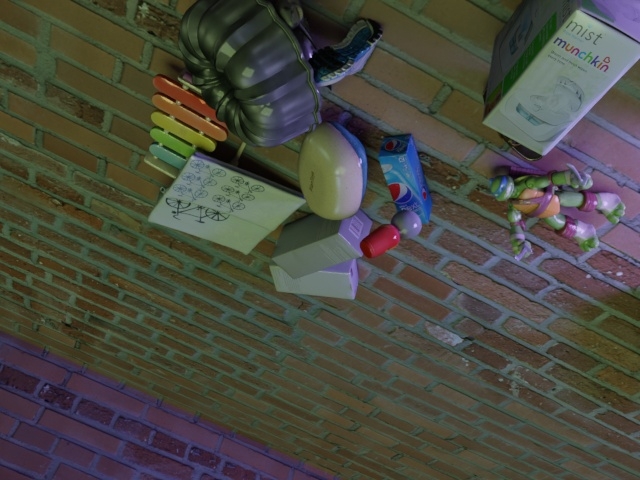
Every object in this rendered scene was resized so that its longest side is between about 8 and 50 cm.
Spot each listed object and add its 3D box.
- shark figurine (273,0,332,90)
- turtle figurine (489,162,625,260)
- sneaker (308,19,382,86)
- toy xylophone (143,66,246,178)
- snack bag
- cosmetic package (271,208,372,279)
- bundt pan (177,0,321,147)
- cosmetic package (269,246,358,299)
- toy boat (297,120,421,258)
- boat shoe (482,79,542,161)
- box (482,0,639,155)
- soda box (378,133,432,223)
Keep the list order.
[{"bbox_3d":[-0.068,-0.387,1.217,0.116,0.166,0.278,-18,160,6],"label":"shark figurine"},{"bbox_3d":[0.487,-0.043,1.297,0.266,0.198,0.274,12,-175,-19],"label":"turtle figurine"},{"bbox_3d":[0.044,-0.330,1.192,0.071,0.190,0.083,42,154,16],"label":"sneaker"},{"bbox_3d":[-0.279,-0.256,1.472,0.236,0.081,0.323,23,140,-6],"label":"toy xylophone"},{"bbox_3d":[-0.251,-0.078,1.631,0.323,0.037,0.342,20,144,-28],"label":"snack bag"},{"bbox_3d":[0.000,0.000,1.620,0.238,0.127,0.107,-22,126,40],"label":"cosmetic package"},{"bbox_3d":[-0.148,-0.310,1.196,0.331,0.124,0.331,44,161,20],"label":"bundt pan"},{"bbox_3d":[-0.016,0.087,1.759,0.230,0.086,0.117,5,138,14],"label":"cosmetic package"},{"bbox_3d":[0.078,-0.106,1.409,0.318,0.148,0.267,51,156,18],"label":"toy boat"},{"bbox_3d":[0.381,-0.224,1.258,0.073,0.073,0.207,-23,126,38],"label":"boat shoe"},{"bbox_3d":[0.383,-0.312,1.009,0.126,0.262,0.231,25,141,-7],"label":"box"},{"bbox_3d":[0.193,-0.133,1.433,0.067,0.071,0.210,-4,135,25],"label":"soda box"}]
